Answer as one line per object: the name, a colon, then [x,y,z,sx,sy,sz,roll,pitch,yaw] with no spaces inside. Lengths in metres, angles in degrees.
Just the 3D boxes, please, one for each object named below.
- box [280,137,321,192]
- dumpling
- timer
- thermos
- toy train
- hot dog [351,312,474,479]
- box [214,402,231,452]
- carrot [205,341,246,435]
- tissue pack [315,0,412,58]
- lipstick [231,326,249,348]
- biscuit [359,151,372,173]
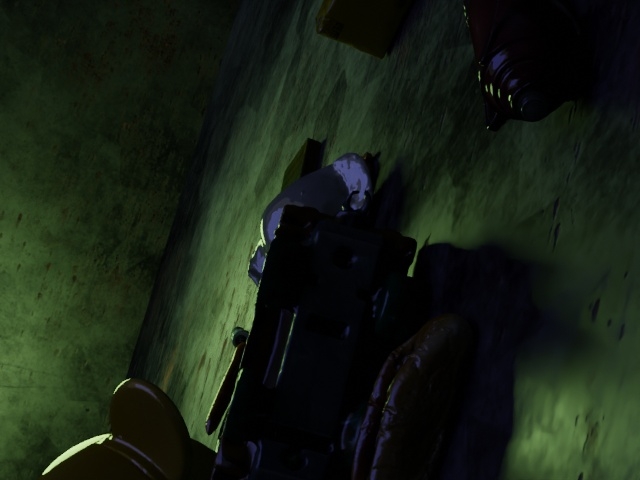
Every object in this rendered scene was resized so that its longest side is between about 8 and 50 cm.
box: [-0.047,-0.069,2.252,0.121,0.030,0.193,128,156,-56]
dumpling: [0.000,0.000,1.824,0.252,0.131,0.179,-46,47,19]
timer: [-0.208,0.392,1.648,0.387,0.376,0.376,-43,29,41]
thermos: [0.194,-0.180,1.266,0.124,0.098,0.232,-58,18,32]
toy train: [-0.009,0.152,1.510,0.249,0.178,0.429,114,171,-74]
hot dog: [0.083,0.184,1.277,0.084,0.073,0.243,-1,71,71]
box: [-0.132,0.306,2.048,0.201,0.042,0.213,-87,19,-49]
carrot: [-0.155,0.247,2.160,0.037,0.037,0.190,-55,7,50]
tissue pack: [0.076,-0.376,1.974,0.082,0.120,0.169,-87,21,-54]
lipstick: [-0.145,0.170,2.319,0.116,0.037,0.037,-144,73,-81]
biscuit: [0.058,-0.092,1.884,0.091,0.015,0.078,-109,41,-69]
